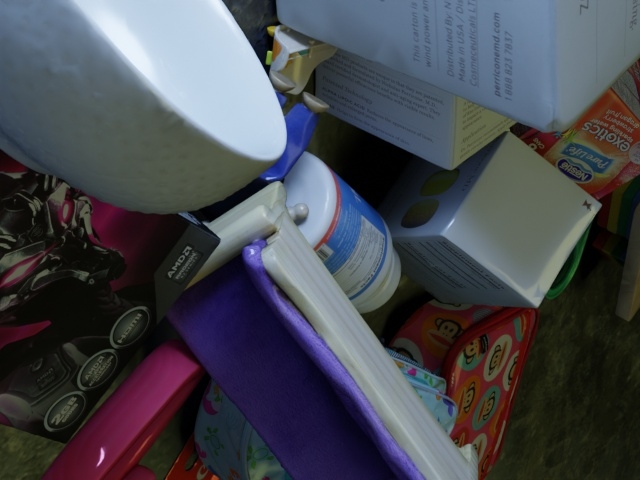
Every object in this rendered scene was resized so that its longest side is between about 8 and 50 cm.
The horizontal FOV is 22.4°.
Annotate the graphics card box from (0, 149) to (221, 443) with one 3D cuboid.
[{"bbox_3d":[-0.263,0.013,1.261,0.233,0.094,0.371,-52,147,3],"label":"graphics card box"}]

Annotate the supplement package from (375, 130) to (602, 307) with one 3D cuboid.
[{"bbox_3d":[0.167,-0.020,1.749,0.134,0.244,0.139,36,78,-15],"label":"supplement package"}]

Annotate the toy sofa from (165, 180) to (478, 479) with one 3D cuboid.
[{"bbox_3d":[-0.007,0.142,1.484,0.150,0.362,0.177,-32,-165,15],"label":"toy sofa"}]

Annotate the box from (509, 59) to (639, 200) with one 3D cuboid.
[{"bbox_3d":[0.280,-0.173,1.786,0.122,0.257,0.128,-33,123,23],"label":"box"}]

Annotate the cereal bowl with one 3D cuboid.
[{"bbox_3d":[-0.180,-0.150,1.129,0.141,0.339,0.339,-36,151,13],"label":"cereal bowl"}]

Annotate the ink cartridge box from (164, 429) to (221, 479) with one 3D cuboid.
[{"bbox_3d":[-0.073,0.260,1.809,0.189,0.066,0.232,-59,152,-7],"label":"ink cartridge box"}]

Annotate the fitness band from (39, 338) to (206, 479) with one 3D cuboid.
[{"bbox_3d":[-0.199,0.212,1.506,0.291,0.054,0.209,-51,168,-41],"label":"fitness band"}]

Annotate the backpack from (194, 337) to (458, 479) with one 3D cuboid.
[{"bbox_3d":[0.003,0.195,1.716,0.253,0.191,0.225,31,85,-36],"label":"backpack"}]

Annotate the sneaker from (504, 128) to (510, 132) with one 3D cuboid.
[{"bbox_3d":[0.208,-0.041,1.969,0.092,0.087,0.229,-35,137,-35],"label":"sneaker"}]

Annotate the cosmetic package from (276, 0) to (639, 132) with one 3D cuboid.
[{"bbox_3d":[0.188,-0.372,1.464,0.393,0.327,0.329,-42,143,-32],"label":"cosmetic package"}]

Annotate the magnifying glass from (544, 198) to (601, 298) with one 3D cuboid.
[{"bbox_3d":[0.365,-0.023,2.271,0.231,0.026,0.092,-63,149,-3],"label":"magnifying glass"}]

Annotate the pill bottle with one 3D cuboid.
[{"bbox_3d":[0.000,0.000,1.656,0.124,0.124,0.221,-60,150,-6],"label":"pill bottle"}]

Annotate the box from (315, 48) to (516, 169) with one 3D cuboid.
[{"bbox_3d":[0.117,-0.187,1.635,0.181,0.182,0.119,-35,141,-37],"label":"box"}]

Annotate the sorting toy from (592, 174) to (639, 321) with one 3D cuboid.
[{"bbox_3d":[0.478,-0.060,2.318,0.257,0.089,0.255,-50,155,-28],"label":"sorting toy"}]

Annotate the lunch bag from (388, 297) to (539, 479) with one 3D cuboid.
[{"bbox_3d":[0.172,0.199,2.073,0.258,0.120,0.293,-23,132,-52],"label":"lunch bag"}]

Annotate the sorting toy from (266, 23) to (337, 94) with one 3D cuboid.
[{"bbox_3d":[-0.029,-0.170,1.571,0.083,0.045,0.075,-22,137,-48],"label":"sorting toy"}]

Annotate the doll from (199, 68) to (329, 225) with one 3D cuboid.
[{"bbox_3d":[-0.065,-0.061,1.532,0.189,0.129,0.046,-56,-173,12],"label":"doll"}]
